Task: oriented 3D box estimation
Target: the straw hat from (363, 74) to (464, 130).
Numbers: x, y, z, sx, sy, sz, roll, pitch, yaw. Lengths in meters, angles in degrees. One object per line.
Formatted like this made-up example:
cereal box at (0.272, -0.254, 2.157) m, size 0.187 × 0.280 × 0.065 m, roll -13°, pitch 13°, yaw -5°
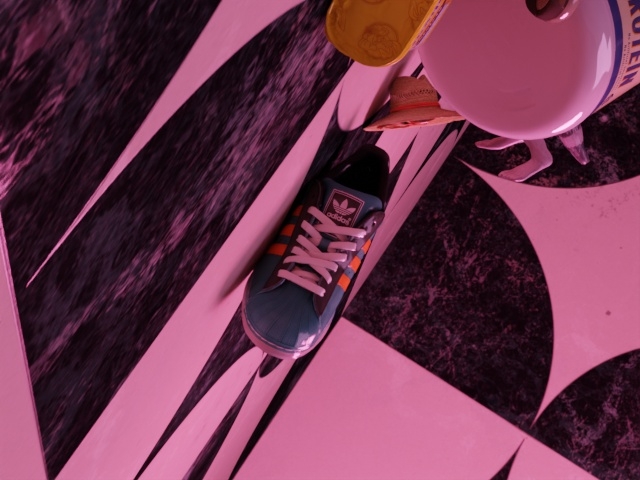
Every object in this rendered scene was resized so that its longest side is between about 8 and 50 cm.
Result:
straw hat at (0.115, -0.173, 1.925) m, size 0.144 × 0.144 × 0.061 m, roll -5°, pitch 89°, yaw -83°

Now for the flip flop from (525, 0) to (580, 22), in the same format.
flip flop at (0.263, -0.328, 1.424) m, size 0.112 × 0.080 × 0.277 m, roll -159°, pitch -96°, yaw -76°

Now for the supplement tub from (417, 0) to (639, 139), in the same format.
supplement tub at (0.277, -0.265, 1.650) m, size 0.325 × 0.235 × 0.235 m, roll -32°, pitch 159°, yaw -40°

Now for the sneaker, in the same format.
sneaker at (0.000, 0.000, 1.743) m, size 0.121 × 0.108 × 0.302 m, roll -64°, pitch 180°, yaw 44°

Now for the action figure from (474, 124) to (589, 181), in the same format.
action figure at (0.254, -0.266, 1.921) m, size 0.341 × 0.178 × 0.330 m, roll -55°, pitch 148°, yaw -72°

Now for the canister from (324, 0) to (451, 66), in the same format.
canister at (0.071, -0.213, 1.317) m, size 0.126 × 0.073 × 0.170 m, roll -59°, pitch 176°, yaw 15°
